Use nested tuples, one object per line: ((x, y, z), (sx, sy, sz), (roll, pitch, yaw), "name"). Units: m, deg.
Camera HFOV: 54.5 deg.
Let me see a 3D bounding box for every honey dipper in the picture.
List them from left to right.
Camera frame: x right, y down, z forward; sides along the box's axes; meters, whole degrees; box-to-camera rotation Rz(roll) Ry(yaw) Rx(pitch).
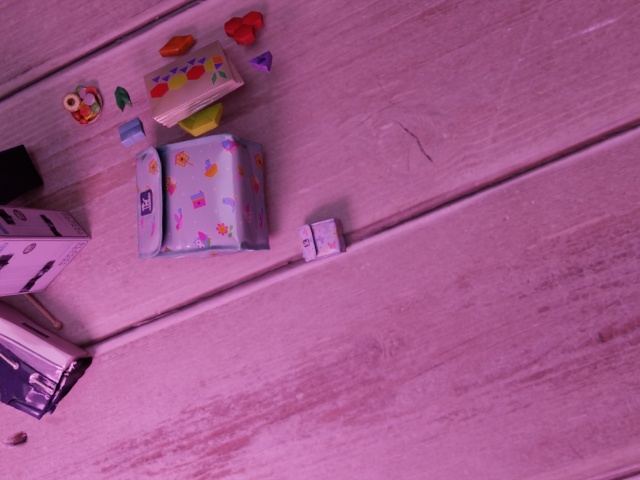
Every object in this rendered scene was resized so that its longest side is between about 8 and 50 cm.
((-0.613, 0.132, 1.332), (0.161, 0.030, 0.030), (41, 97, 6), "honey dipper")

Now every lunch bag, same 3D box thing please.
((-0.246, -0.075, 1.192), (0.263, 0.160, 0.223), (-4, 88, 19), "lunch bag")
((0.000, 0.000, 1.193), (0.083, 0.053, 0.071), (-12, 86, 20), "lunch bag")

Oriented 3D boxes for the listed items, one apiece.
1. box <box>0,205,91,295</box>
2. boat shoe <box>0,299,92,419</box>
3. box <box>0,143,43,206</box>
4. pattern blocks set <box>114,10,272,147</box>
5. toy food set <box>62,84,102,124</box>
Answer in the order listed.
((-0.595, 0.022, 1.196), (0.087, 0.290, 0.169), (45, 96, 7), "box")
((-0.657, 0.232, 1.278), (0.341, 0.127, 0.158), (29, 87, 6), "boat shoe")
((-0.710, -0.094, 1.226), (0.185, 0.261, 0.103), (-17, 108, 12), "box")
((-0.246, -0.305, 1.194), (0.325, 0.026, 0.285), (-18, 55, 8), "pattern blocks set")
((-0.500, -0.287, 1.313), (0.083, 0.020, 0.083), (-33, 83, 10), "toy food set")
